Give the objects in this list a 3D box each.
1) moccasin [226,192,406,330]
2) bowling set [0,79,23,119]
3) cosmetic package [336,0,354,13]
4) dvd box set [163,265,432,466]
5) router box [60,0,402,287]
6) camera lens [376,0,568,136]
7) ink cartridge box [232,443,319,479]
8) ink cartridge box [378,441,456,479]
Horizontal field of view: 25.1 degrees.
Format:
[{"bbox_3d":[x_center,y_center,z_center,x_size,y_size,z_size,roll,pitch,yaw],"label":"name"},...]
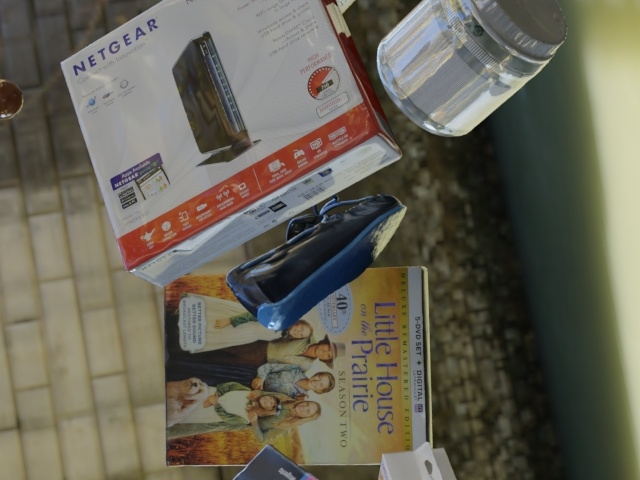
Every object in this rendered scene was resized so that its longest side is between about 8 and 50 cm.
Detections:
[{"bbox_3d":[0.000,0.000,2.059,0.117,0.342,0.138,35,127,18],"label":"moccasin"},{"bbox_3d":[-0.507,-0.151,1.952,0.154,0.200,0.287,99,-178,-46],"label":"bowling set"},{"bbox_3d":[-0.031,-0.360,1.861,0.309,0.160,0.113,-44,55,40],"label":"cosmetic package"},{"bbox_3d":[-0.038,0.200,2.242,0.062,0.420,0.308,20,-111,-75],"label":"dvd box set"},{"bbox_3d":[-0.113,-0.154,1.677,0.082,0.335,0.301,34,-149,-61],"label":"router box"},{"bbox_3d":[0.245,-0.323,2.403,0.274,0.219,0.219,-41,49,36],"label":"camera lens"},{"bbox_3d":[-0.123,0.402,1.576,0.175,0.371,0.069,26,158,49],"label":"ink cartridge box"},{"bbox_3d":[0.129,0.350,1.933,0.092,0.090,0.143,-111,22,-53],"label":"ink cartridge box"}]
